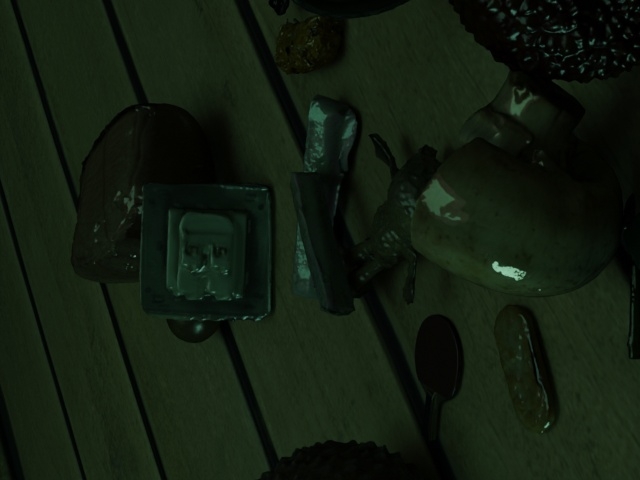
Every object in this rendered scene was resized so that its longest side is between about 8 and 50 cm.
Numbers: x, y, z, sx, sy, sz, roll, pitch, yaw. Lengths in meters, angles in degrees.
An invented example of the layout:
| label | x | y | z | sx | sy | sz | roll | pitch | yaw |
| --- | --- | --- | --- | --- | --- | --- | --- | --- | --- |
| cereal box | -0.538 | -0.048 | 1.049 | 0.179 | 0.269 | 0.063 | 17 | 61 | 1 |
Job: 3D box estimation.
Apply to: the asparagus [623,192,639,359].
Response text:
| label | x | y | z | sx | sy | sz | roll | pitch | yaw |
| --- | --- | --- | --- | --- | --- | --- | --- | --- | --- |
| asparagus | 0.304 | 0.035 | 1.382 | 0.016 | 0.016 | 0.162 | -153 | 59 | -80 |

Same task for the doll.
| label | x | y | z | sx | sy | sz | roll | pitch | yaw |
| --- | --- | --- | --- | --- | --- | --- | --- | --- | --- |
| doll | 0.089 | 0.000 | 1.718 | 0.202 | 0.091 | 0.286 | -99 | 24 | -50 |

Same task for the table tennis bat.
| label | x | y | z | sx | sy | sz | roll | pitch | yaw |
| --- | --- | --- | --- | --- | --- | --- | --- | --- | --- |
| table tennis bat | 0.140 | 0.167 | 1.721 | 0.095 | 0.014 | 0.158 | 30 | 119 | 56 |

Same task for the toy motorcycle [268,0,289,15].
| label | x | y | z | sx | sy | sz | roll | pitch | yaw |
| --- | --- | --- | --- | --- | --- | --- | --- | --- | --- |
| toy motorcycle | -0.028 | -0.369 | 1.898 | 0.173 | 0.058 | 0.100 | -22 | 68 | 60 |

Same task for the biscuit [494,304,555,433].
| label | x | y | z | sx | sy | sz | roll | pitch | yaw |
| --- | --- | --- | --- | --- | --- | --- | --- | --- | --- |
| biscuit | 0.223 | 0.140 | 1.553 | 0.071 | 0.018 | 0.147 | -41 | 61 | 60 |

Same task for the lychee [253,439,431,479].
| label | x | y | z | sx | sy | sz | roll | pitch | yaw |
| --- | --- | --- | --- | --- | --- | --- | --- | --- | --- |
| lychee | 0.035 | 0.379 | 1.701 | 0.300 | 0.300 | 0.300 | 19 | 111 | 60 |

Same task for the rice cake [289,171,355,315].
| label | x | y | z | sx | sy | sz | roll | pitch | yaw |
| --- | --- | --- | --- | --- | --- | --- | --- | --- | --- |
| rice cake | 0.000 | 0.000 | 1.812 | 0.034 | 0.043 | 0.210 | 125 | 136 | -54 |

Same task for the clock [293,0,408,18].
| label | x | y | z | sx | sy | sz | roll | pitch | yaw |
| --- | --- | --- | --- | --- | --- | --- | --- | --- | --- |
| clock | 0.061 | -0.354 | 1.493 | 0.055 | 0.281 | 0.280 | 57 | 142 | 33 |

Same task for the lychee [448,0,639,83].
| label | x | y | z | sx | sy | sz | roll | pitch | yaw |
| --- | --- | --- | --- | --- | --- | --- | --- | --- | --- |
| lychee | 0.219 | -0.257 | 1.270 | 0.271 | 0.236 | 0.235 | -138 | 47 | -72 |

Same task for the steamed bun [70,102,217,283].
| label | x | y | z | sx | sy | sz | roll | pitch | yaw |
| --- | --- | --- | --- | --- | --- | --- | --- | --- | --- |
| steamed bun | -0.261 | -0.066 | 2.265 | 0.301 | 0.199 | 0.251 | -35 | 47 | 48 |

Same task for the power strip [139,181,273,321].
| label | x | y | z | sx | sy | sz | roll | pitch | yaw |
| --- | --- | --- | --- | --- | --- | --- | --- | --- | --- |
| power strip | -0.169 | 0.020 | 2.080 | 0.064 | 0.198 | 0.213 | -113 | 22 | -80 |

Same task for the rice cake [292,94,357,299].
| label | x | y | z | sx | sy | sz | roll | pitch | yaw |
| --- | --- | --- | --- | --- | --- | --- | --- | --- | --- |
| rice cake | 0.008 | -0.050 | 1.903 | 0.081 | 0.051 | 0.290 | 15 | 113 | 25 |

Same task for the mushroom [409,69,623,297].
| label | x | y | z | sx | sy | sz | roll | pitch | yaw |
| --- | --- | --- | --- | --- | --- | --- | --- | --- | --- |
| mushroom | 0.206 | -0.046 | 1.358 | 0.195 | 0.189 | 0.253 | -59 | -2 | 23 |

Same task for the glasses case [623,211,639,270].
| label | x | y | z | sx | sy | sz | roll | pitch | yaw |
| --- | --- | --- | --- | --- | --- | --- | --- | --- | --- |
| glasses case | 0.343 | 0.045 | 1.284 | 0.184 | 0.039 | 0.078 | 68 | 148 | 29 |

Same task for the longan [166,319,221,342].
| label | x | y | z | sx | sy | sz | roll | pitch | yaw |
| --- | --- | --- | --- | --- | --- | --- | --- | --- | --- |
| longan | -0.203 | 0.111 | 2.282 | 0.113 | 0.092 | 0.113 | 177 | 90 | -84 |

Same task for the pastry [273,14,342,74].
| label | x | y | z | sx | sy | sz | roll | pitch | yaw |
| --- | --- | --- | --- | --- | --- | --- | --- | --- | --- |
| pastry | -0.018 | -0.262 | 1.901 | 0.140 | 0.056 | 0.080 | -164 | 78 | -67 |
